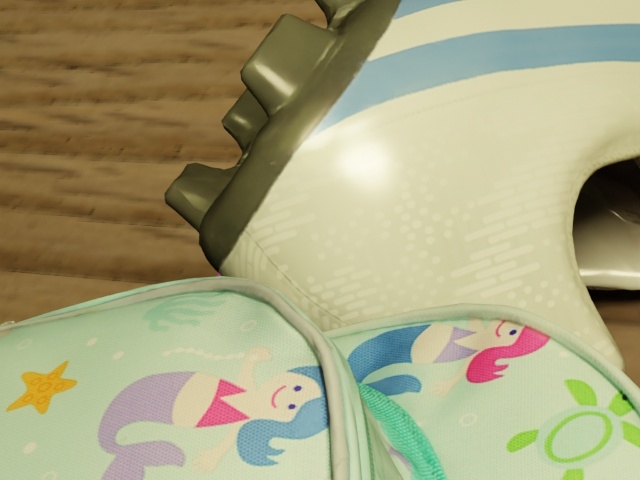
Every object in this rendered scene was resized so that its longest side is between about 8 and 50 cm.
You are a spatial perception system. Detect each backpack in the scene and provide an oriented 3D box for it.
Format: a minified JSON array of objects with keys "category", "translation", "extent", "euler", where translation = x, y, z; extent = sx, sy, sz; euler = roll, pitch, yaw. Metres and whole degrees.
[{"category":"backpack","translation":[-0.020,0.124,0.441],"extent":[0.253,0.191,0.225],"euler":[-9,47,17]}]

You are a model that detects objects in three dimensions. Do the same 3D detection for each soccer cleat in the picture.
[{"category":"soccer cleat","translation":[0.075,-0.062,0.613],"extent":[0.116,0.143,0.331],"euler":[-51,4,45]}]

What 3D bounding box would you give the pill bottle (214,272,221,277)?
[{"category":"pill bottle","translation":[0.000,0.000,0.632],"extent":[0.043,0.043,0.083],"euler":[16,62,39]}]
